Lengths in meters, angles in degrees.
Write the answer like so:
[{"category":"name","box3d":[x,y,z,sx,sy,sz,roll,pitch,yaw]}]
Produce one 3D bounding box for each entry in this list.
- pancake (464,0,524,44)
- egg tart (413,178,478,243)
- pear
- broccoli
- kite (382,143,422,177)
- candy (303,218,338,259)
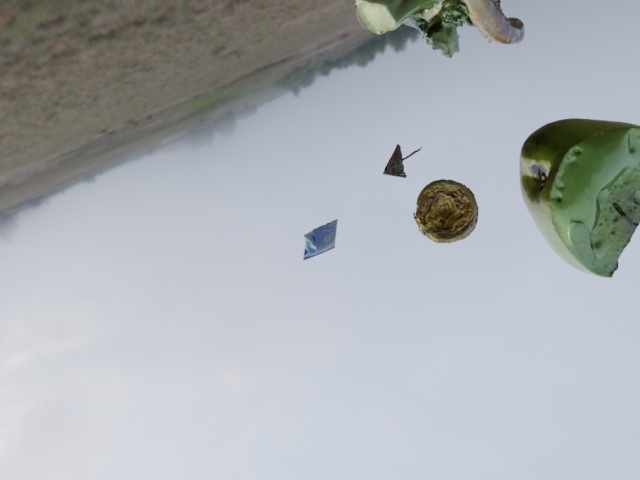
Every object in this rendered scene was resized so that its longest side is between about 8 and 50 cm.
[{"category":"pancake","box3d":[0.321,-0.482,1.194,0.057,0.245,0.266,-7,161,32]},{"category":"egg tart","box3d":[0.248,-0.056,1.254,0.128,0.129,0.049,-21,178,10]},{"category":"pear","box3d":[0.575,-0.134,1.439,0.343,0.318,0.238,-61,-158,4]},{"category":"broccoli","box3d":[0.216,-0.567,1.352,0.338,0.318,0.277,19,169,-37]},{"category":"kite","box3d":[0.242,-0.240,1.907,0.156,0.011,0.139,-31,-130,34]},{"category":"candy","box3d":[-0.001,0.000,1.500,0.088,0.038,0.136,-20,154,-12]}]
